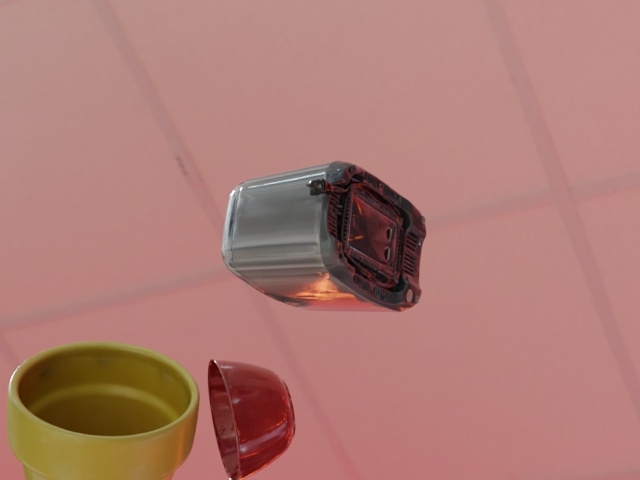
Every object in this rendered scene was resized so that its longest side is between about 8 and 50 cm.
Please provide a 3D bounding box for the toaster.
[{"bbox_3d":[0.000,0.000,1.204,0.146,0.129,0.227,-6,-20,33],"label":"toaster"}]

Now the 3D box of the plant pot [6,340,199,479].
[{"bbox_3d":[-0.301,0.301,1.603,0.254,0.254,0.239,12,-66,10],"label":"plant pot"}]

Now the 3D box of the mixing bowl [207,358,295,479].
[{"bbox_3d":[-0.095,0.249,1.672,0.098,0.181,0.181,-10,-54,-16],"label":"mixing bowl"}]
